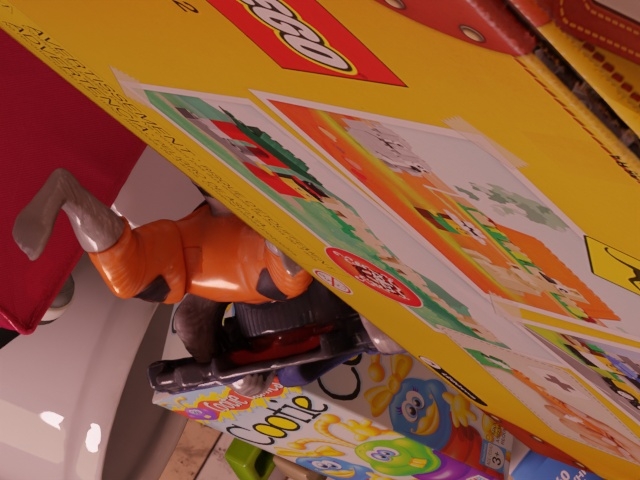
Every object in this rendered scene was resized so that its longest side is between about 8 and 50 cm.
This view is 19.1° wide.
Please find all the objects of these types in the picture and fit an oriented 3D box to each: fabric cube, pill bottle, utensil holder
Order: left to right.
[{"bbox_3d":[-0.283,-0.109,1.361,0.254,0.259,0.258,38,166,-27],"label":"fabric cube"},{"bbox_3d":[-0.328,0.077,1.929,0.385,0.327,0.327,19,166,10],"label":"utensil holder"},{"bbox_3d":[-0.139,-0.057,1.508,0.119,0.119,0.208,33,174,-13],"label":"pill bottle"}]

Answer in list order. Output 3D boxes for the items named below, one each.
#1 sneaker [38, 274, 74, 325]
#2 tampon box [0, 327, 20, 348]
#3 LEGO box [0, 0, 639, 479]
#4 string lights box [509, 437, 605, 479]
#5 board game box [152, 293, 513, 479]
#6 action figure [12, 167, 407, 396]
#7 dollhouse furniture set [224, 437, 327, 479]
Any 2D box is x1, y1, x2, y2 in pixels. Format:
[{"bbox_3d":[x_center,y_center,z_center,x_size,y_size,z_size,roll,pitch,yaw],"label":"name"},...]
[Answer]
[{"bbox_3d":[-0.272,-0.084,1.610,0.295,0.178,0.124,50,-151,-4],"label":"sneaker"},{"bbox_3d":[-0.340,0.024,1.710,0.161,0.101,0.120,56,-168,10],"label":"tampon box"},{"bbox_3d":[0.114,-0.061,0.755,0.500,0.193,0.372,39,165,-36],"label":"LEGO box"},{"bbox_3d":[0.268,0.239,1.608,0.133,0.076,0.259,19,-157,-46],"label":"string lights box"},{"bbox_3d":[0.020,0.109,1.615,0.275,0.142,0.144,27,149,-28],"label":"board game box"},{"bbox_3d":[0.000,0.000,1.311,0.341,0.178,0.330,-11,167,18],"label":"action figure"},{"bbox_3d":[0.078,0.248,2.098,0.301,0.197,0.151,23,165,35],"label":"dollhouse furniture set"}]
